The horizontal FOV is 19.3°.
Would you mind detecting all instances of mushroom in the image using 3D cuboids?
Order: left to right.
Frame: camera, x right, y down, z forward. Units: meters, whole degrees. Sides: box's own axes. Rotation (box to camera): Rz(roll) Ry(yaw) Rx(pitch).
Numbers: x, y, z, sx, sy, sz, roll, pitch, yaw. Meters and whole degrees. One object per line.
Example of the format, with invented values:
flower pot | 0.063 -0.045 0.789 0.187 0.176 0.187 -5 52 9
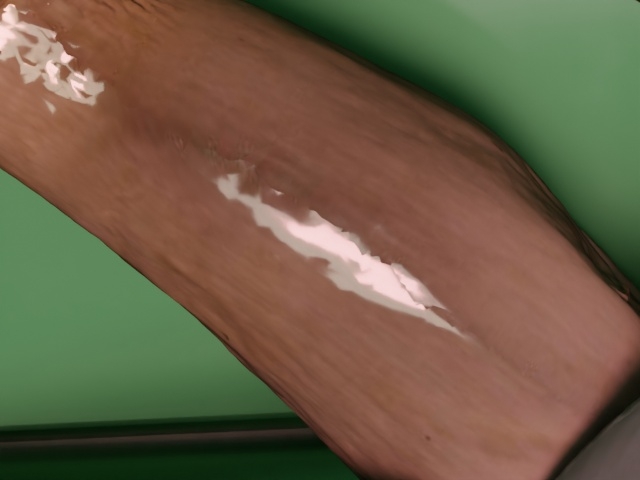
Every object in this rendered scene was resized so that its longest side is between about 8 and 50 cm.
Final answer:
mushroom | 0.006 0.002 0.499 0.247 0.108 0.096 37 77 -14

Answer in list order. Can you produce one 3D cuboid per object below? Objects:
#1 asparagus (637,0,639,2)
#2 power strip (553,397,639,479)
asparagus | 0.197 -0.057 0.499 0.233 0.022 0.023 9 69 3
power strip | 0.126 0.108 0.505 0.168 0.054 0.253 -8 137 -9
